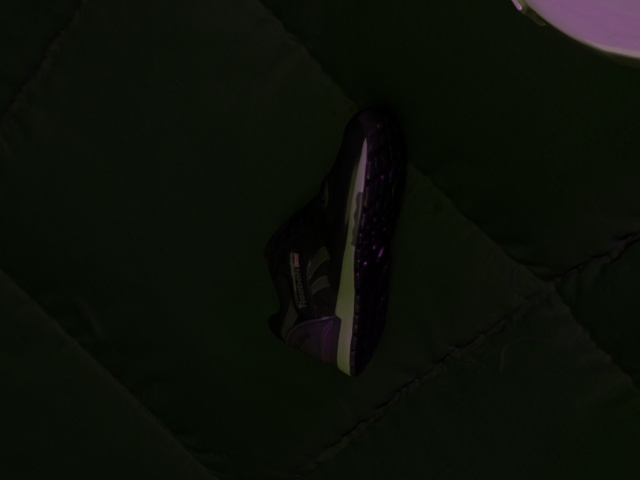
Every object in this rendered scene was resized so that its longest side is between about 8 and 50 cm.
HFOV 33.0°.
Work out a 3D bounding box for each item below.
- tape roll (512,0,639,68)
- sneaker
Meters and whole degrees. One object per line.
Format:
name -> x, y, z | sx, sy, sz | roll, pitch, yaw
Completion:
tape roll -> 0.249, -0.259, 0.745 | 0.286, 0.100, 0.286 | 2, 95, 21
sneaker -> 0.000, 0.000, 1.045 | 0.124, 0.107, 0.283 | 18, 122, 19
